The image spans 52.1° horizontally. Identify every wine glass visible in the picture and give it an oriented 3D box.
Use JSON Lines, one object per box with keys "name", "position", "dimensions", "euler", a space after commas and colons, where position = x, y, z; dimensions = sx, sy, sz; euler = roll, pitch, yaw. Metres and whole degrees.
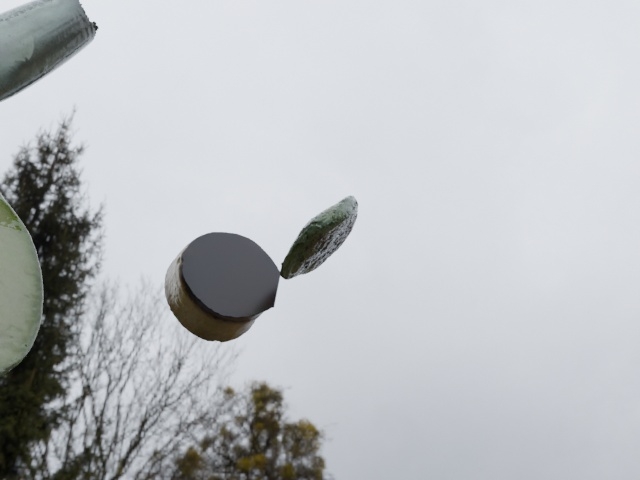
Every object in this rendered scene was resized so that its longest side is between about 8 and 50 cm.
{"name": "wine glass", "position": [-0.286, -0.128, 0.519], "dimensions": [0.074, 0.262, 0.074], "euler": [25, -39, 22]}

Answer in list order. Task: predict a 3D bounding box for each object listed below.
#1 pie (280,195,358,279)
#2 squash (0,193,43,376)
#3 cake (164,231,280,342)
{"name": "pie", "position": [0.000, 0.000, 1.120], "dimensions": [0.041, 0.187, 0.187], "euler": [44, -45, 11]}
{"name": "squash", "position": [-0.334, -0.014, 0.508], "dimensions": [0.260, 0.189, 0.189], "euler": [17, -29, 34]}
{"name": "cake", "position": [-0.193, 0.104, 1.218], "dimensions": [0.207, 0.185, 0.178], "euler": [40, -44, 9]}
